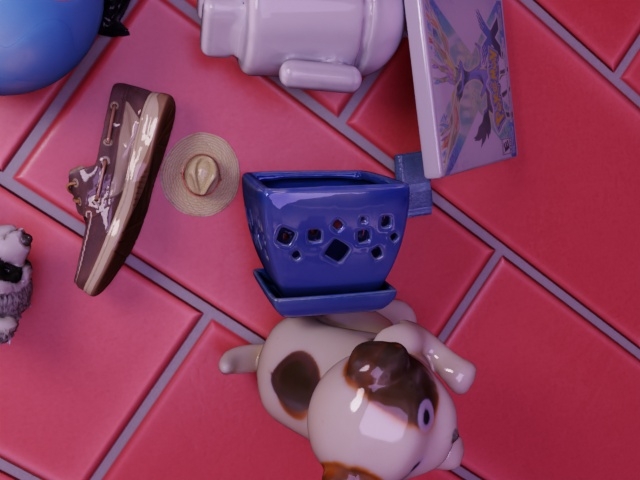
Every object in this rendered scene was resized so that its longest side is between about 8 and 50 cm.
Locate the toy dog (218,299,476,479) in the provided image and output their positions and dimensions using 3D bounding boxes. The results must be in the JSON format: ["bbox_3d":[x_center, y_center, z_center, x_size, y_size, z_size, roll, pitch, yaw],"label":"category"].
[{"bbox_3d":[0.060,0.228,1.127,0.395,0.408,0.285,22,90,-16],"label":"toy dog"}]

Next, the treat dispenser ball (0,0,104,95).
[{"bbox_3d":[-0.447,-0.345,0.990,0.288,0.288,0.288,-2,97,-14],"label":"treat dispenser ball"}]

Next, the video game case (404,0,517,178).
[{"bbox_3d":[0.245,-0.286,1.221,0.300,0.036,0.329,-18,104,-50],"label":"video game case"}]

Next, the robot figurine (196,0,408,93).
[{"bbox_3d":[-0.015,-0.363,1.149,0.353,0.200,0.300,-2,67,-13],"label":"robot figurine"}]

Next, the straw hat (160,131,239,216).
[{"bbox_3d":[-0.197,-0.109,1.204,0.144,0.061,0.145,-2,97,-15],"label":"straw hat"}]

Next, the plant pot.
[{"bbox_3d":[0.000,0.000,1.183,0.235,0.236,0.212,-3,103,-14],"label":"plant pot"}]

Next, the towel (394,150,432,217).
[{"bbox_3d":[0.168,-0.102,1.313,0.067,0.029,0.120,-7,99,-13],"label":"towel"}]

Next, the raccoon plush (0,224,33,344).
[{"bbox_3d":[-0.649,0.055,1.088,0.446,0.216,0.299,-18,117,18],"label":"raccoon plush"}]

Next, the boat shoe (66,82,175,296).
[{"bbox_3d":[-0.340,-0.085,1.150,0.123,0.123,0.342,18,92,-2],"label":"boat shoe"}]

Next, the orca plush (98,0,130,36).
[{"bbox_3d":[-0.338,-0.467,1.106,0.151,0.102,0.287,12,93,-15],"label":"orca plush"}]
